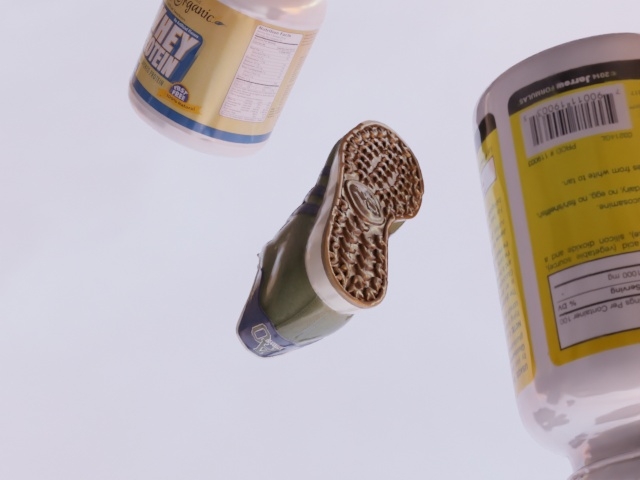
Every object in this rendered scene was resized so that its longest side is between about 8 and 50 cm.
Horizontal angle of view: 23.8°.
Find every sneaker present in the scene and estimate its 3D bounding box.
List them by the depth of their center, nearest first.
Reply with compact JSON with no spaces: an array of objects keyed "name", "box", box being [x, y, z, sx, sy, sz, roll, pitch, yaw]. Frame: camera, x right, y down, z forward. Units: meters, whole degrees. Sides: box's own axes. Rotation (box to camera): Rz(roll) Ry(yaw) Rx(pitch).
[{"name":"sneaker","box":[0.000,0.000,0.860,0.086,0.064,0.192,-37,-165,27]}]

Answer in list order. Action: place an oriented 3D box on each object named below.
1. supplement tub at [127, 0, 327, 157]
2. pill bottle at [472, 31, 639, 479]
[{"name":"supplement tub","box":[-0.081,-0.192,1.404,0.144,0.199,0.144,21,-156,-10]},{"name":"pill bottle","box":[0.220,0.039,1.066,0.188,0.188,0.333,-9,-113,7]}]
